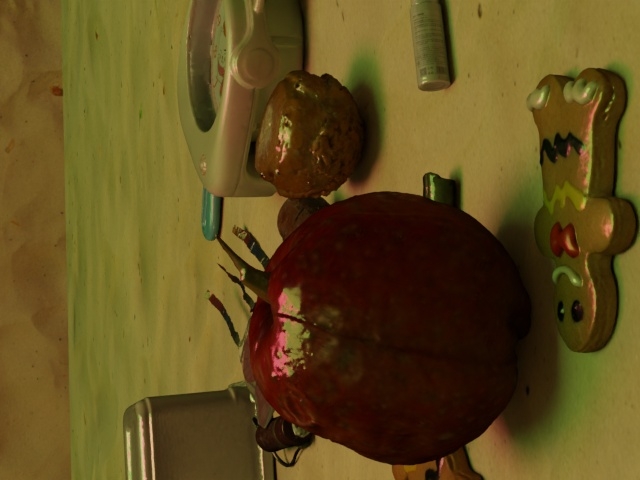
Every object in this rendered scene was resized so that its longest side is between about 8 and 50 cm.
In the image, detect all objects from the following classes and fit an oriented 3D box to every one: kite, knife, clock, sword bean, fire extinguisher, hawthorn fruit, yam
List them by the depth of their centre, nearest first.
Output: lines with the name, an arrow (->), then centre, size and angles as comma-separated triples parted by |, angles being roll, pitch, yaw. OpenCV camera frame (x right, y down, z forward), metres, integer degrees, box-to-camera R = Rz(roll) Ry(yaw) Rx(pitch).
hawthorn fruit -> 0.061, 0.081, 1.536 | 0.258, 0.261, 0.258 | 35, 132, 51
sword bean -> 0.110, 0.068, 1.689 | 0.043, 0.038, 0.269 | 18, -105, -64
yam -> 0.000, -0.002, 1.995 | 0.141, 0.079, 0.079 | -131, 44, -64
fire extinguisher -> -0.049, 0.256, 2.199 | 0.078, 0.045, 0.157 | 66, 158, 3
clock -> -0.104, -0.240, 2.246 | 0.265, 0.108, 0.324 | -110, 27, -48
kite -> -0.084, 0.095, 2.290 | 0.360, 0.022, 0.204 | -125, 51, -59
knife -> -0.161, -0.105, 2.536 | 0.064, 0.031, 0.222 | -135, 47, -60

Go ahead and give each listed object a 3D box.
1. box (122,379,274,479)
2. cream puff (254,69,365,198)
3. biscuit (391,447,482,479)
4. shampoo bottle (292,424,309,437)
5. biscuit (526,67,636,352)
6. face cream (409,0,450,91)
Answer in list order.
box -> -0.170, 0.350, 2.340 | 0.175, 0.182, 0.312 | 147, 122, -68
cream puff -> -0.008, -0.118, 1.950 | 0.165, 0.115, 0.150 | -117, 38, -71
biscuit -> 0.104, 0.208, 1.746 | 0.165, 0.036, 0.250 | 112, 152, -46
shampoo bottle -> 0.004, 0.152, 1.999 | 0.204, 0.065, 0.065 | 110, 153, -47
biscuit -> 0.212, -0.026, 1.420 | 0.158, 0.035, 0.240 | 162, 107, -73
face cream -> 0.108, -0.217, 1.723 | 0.034, 0.034, 0.130 | 139, 127, -66
